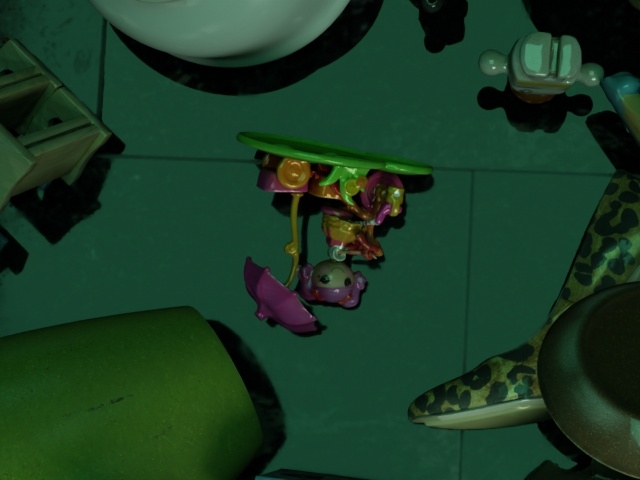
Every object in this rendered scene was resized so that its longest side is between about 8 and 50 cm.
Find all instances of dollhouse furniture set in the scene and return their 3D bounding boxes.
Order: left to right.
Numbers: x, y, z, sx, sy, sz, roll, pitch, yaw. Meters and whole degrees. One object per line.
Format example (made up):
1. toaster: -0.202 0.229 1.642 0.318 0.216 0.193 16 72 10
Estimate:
1. dollhouse furniture set: -0.305 -0.060 1.607 0.129 0.129 0.184 45 118 8

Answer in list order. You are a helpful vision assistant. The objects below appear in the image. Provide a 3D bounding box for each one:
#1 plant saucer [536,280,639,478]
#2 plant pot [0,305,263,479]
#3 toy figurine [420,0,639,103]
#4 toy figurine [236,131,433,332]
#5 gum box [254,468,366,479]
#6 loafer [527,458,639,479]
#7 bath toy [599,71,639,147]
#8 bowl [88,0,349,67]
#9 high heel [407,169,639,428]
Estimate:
1. plant saucer: 0.269 0.098 1.440 0.198 0.036 0.199 1 47 -1
2. plant pot: -0.204 0.179 1.502 0.293 0.275 0.275 -27 82 -14
3. toy figurine: 0.193 -0.233 1.563 0.213 0.148 0.209 -41 88 -3
4. toy figurine: 0.000 0.000 1.580 0.173 0.130 0.159 8 98 -19
5. gum box: 0.031 0.216 1.498 0.157 0.184 0.041 7 85 6
6. loafer: 0.240 0.207 1.474 0.094 0.251 0.087 37 66 -28
7. bath toy: 0.406 -0.177 1.532 0.348 0.151 0.129 -33 84 -2
8. bowl: -0.113 -0.277 1.529 0.297 0.134 0.298 7 108 21
9. high heel: 0.184 0.053 1.562 0.261 0.093 0.186 -15 74 3
